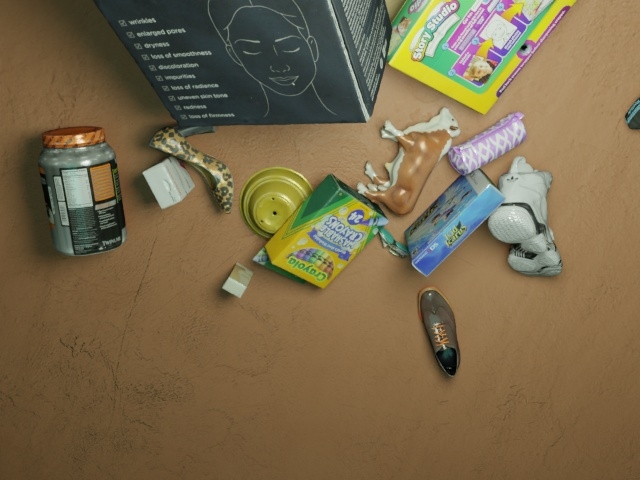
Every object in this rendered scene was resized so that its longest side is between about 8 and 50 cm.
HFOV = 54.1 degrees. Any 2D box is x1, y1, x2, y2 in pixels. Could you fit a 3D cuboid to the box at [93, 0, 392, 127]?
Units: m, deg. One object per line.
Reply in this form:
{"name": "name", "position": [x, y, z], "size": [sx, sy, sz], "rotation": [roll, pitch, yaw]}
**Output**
{"name": "box", "position": [-0.149, -0.492, 1.253], "size": [0.480, 0.297, 0.472], "rotation": [3, 151, 21]}

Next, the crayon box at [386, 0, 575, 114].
{"name": "crayon box", "position": [0.360, -0.508, 1.423], "size": [0.313, 0.106, 0.363], "rotation": [19, 123, -29]}

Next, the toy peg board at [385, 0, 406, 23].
{"name": "toy peg board", "position": [0.172, -0.580, 1.528], "size": [0.161, 0.079, 0.161], "rotation": [-41, 118, 16]}

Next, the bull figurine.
{"name": "bull figurine", "position": [0.228, -0.214, 1.631], "size": [0.188, 0.101, 0.310], "rotation": [23, 107, -1]}

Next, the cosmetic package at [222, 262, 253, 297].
{"name": "cosmetic package", "position": [-0.230, 0.110, 1.760], "size": [0.060, 0.115, 0.041], "rotation": [30, 108, -8]}

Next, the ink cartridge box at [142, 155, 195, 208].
{"name": "ink cartridge box", "position": [-0.399, -0.160, 1.657], "size": [0.063, 0.150, 0.109], "rotation": [-22, 106, 10]}

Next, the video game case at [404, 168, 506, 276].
{"name": "video game case", "position": [0.332, -0.061, 1.600], "size": [0.061, 0.244, 0.269], "rotation": [40, 106, -9]}

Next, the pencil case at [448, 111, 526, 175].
{"name": "pencil case", "position": [0.420, -0.245, 1.587], "size": [0.206, 0.086, 0.088], "rotation": [-30, 137, -9]}

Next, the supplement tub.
{"name": "supplement tub", "position": [-0.628, -0.134, 1.658], "size": [0.194, 0.193, 0.316], "rotation": [-1, 109, 4]}

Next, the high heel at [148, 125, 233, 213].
{"name": "high heel", "position": [-0.334, -0.175, 1.633], "size": [0.186, 0.093, 0.261], "rotation": [-22, 101, -34]}

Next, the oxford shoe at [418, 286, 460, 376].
{"name": "oxford shoe", "position": [0.348, 0.260, 1.788], "size": [0.097, 0.098, 0.271], "rotation": [-19, 107, 10]}

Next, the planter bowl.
{"name": "planter bowl", "position": [-0.119, -0.084, 1.700], "size": [0.217, 0.090, 0.217], "rotation": [1, 110, 3]}

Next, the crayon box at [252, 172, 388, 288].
{"name": "crayon box", "position": [0.000, 0.000, 1.682], "size": [0.203, 0.083, 0.323], "rotation": [29, 112, -39]}

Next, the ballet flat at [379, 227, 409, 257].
{"name": "ballet flat", "position": [0.197, 0.011, 1.743], "size": [0.114, 0.041, 0.041], "rotation": [38, 107, -9]}

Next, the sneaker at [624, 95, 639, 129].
{"name": "sneaker", "position": [0.930, -0.279, 1.576], "size": [0.341, 0.125, 0.139], "rotation": [28, 136, -10]}

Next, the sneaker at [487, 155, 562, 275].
{"name": "sneaker", "position": [0.553, -0.055, 1.636], "size": [0.137, 0.210, 0.366], "rotation": [0, 152, 37]}
